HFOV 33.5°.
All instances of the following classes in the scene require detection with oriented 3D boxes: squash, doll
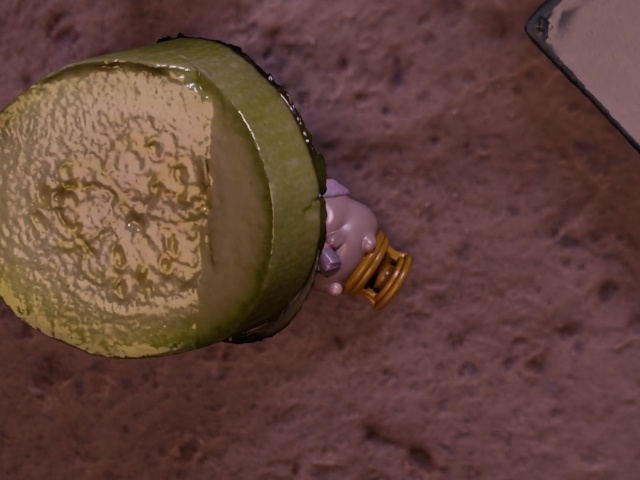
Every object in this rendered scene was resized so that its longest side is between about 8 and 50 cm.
[{"bbox_3d":[-0.105,-0.025,0.697,0.220,0.133,0.220,7,103,29],"label":"squash"},{"bbox_3d":[0.000,0.000,0.736,0.127,0.084,0.073,33,110,-7],"label":"doll"}]

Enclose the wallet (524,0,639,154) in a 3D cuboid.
[{"bbox_3d":[0.312,-0.113,0.651,0.251,0.054,0.290,-42,89,16],"label":"wallet"}]
